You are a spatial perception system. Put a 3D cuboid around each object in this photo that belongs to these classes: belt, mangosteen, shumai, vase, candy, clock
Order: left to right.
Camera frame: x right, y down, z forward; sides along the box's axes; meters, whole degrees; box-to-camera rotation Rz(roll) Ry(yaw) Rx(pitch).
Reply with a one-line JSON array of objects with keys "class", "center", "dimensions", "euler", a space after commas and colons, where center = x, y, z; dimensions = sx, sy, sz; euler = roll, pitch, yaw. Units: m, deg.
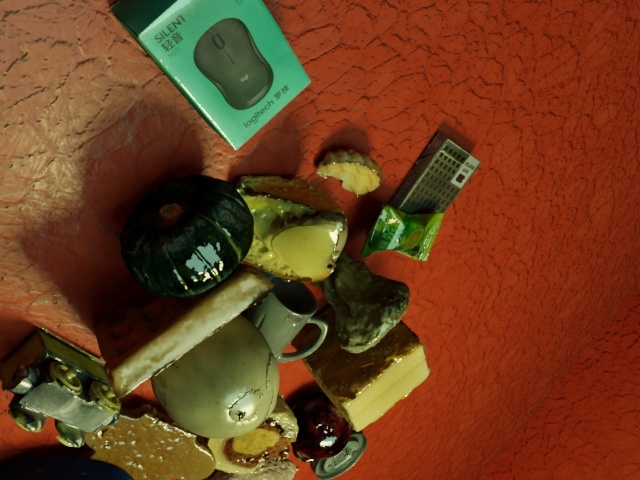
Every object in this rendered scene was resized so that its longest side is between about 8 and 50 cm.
[{"class": "belt", "center": [-0.577, 0.605, 1.494], "dimensions": [0.347, 0.117, 0.212], "euler": [19, 103, -27]}, {"class": "vase", "center": [-0.124, 0.227, 1.634], "dimensions": [0.251, 0.156, 0.300], "euler": [25, 115, -13]}, {"class": "mangosteen", "center": [-0.008, 0.550, 1.971], "dimensions": [0.210, 0.210, 0.209], "euler": [-23, 134, -25]}, {"class": "clock", "center": [0.062, 0.727, 2.280], "dimensions": [0.215, 0.042, 0.214], "euler": [-23, 135, -25]}, {"class": "shumai", "center": [0.078, 0.135, 1.625], "dimensions": [0.222, 0.272, 0.203], "euler": [-46, 107, -11]}, {"class": "candy", "center": [0.209, -0.018, 1.709], "dimensions": [0.246, 0.069, 0.149], "euler": [8, 112, -36]}]

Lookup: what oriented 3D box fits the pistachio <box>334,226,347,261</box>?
[{"class": "pistachio", "center": [0.000, 0.000, 1.571], "dimensions": [0.125, 0.124, 0.184], "euler": [-11, 130, -34]}]

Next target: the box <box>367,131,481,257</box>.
[{"class": "box", "center": [0.277, -0.113, 1.769], "dimensions": [0.180, 0.047, 0.324], "euler": [21, 107, -46]}]

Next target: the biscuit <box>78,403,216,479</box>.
[{"class": "biscuit", "center": [-0.476, 0.574, 1.630], "dimensions": [0.368, 0.076, 0.394], "euler": [29, 100, -31]}]

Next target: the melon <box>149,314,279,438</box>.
[{"class": "melon", "center": [-0.232, 0.286, 1.449], "dimensions": [0.269, 0.330, 0.268], "euler": [-18, 126, -27]}]

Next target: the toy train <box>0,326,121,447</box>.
[{"class": "toy train", "center": [-0.519, 0.300, 1.335], "dimensions": [0.134, 0.177, 0.261], "euler": [-44, 139, -3]}]

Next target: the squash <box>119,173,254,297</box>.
[{"class": "squash", "center": [-0.251, -0.009, 1.255], "dimensions": [0.252, 0.252, 0.165], "euler": [-32, 128, -16]}]

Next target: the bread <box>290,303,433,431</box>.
[{"class": "bread", "center": [0.106, 0.312, 1.799], "dimensions": [0.279, 0.279, 0.207], "euler": [-39, 140, -12]}]

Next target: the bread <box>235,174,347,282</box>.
[{"class": "bread", "center": [-0.071, -0.024, 1.446], "dimensions": [0.162, 0.262, 0.204], "euler": [-47, 158, -64]}]

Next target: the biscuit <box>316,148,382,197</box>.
[{"class": "biscuit", "center": [0.081, -0.165, 1.547], "dimensions": [0.118, 0.061, 0.183], "euler": [-16, 152, 31]}]

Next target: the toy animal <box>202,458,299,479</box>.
[{"class": "toy animal", "center": [-0.221, 0.718, 1.918], "dimensions": [0.359, 0.188, 0.226], "euler": [-22, 146, -26]}]

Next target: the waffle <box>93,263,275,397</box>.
[{"class": "waffle", "center": [-0.281, 0.144, 1.320], "dimensions": [0.348, 0.304, 0.077], "euler": [-36, 109, -14]}]

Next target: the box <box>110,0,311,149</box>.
[{"class": "box", "center": [-0.176, -0.332, 1.157], "dimensions": [0.205, 0.118, 0.311], "euler": [-44, 140, -5]}]

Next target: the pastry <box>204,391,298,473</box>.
[{"class": "pastry", "center": [-0.196, 0.502, 1.794], "dimensions": [0.237, 0.170, 0.256], "euler": [4, 132, -18]}]
